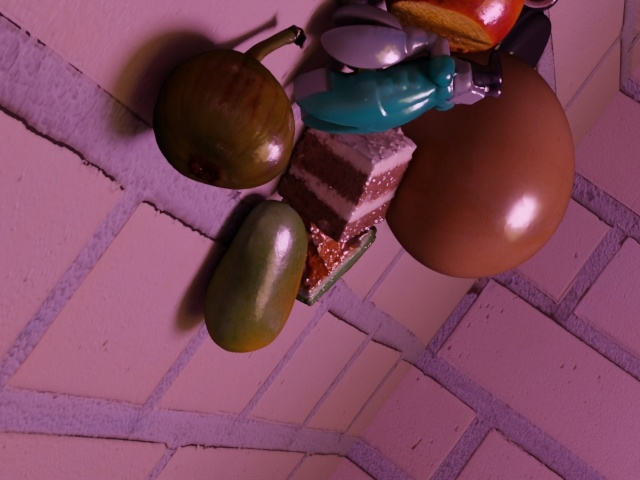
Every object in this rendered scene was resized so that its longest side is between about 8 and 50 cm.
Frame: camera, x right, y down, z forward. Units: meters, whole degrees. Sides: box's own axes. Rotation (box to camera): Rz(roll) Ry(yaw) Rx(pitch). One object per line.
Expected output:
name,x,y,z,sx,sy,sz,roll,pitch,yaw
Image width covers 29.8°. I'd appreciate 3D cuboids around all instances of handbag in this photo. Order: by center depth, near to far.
handbag,0.287,-0.280,2.093,0.308,0.093,0.254,-60,164,22

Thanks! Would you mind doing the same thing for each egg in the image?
egg,0.237,-0.123,1.838,0.301,0.301,0.374,84,14,-66

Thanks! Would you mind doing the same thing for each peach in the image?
peach,0.165,-0.319,1.528,0.190,0.190,0.192,-28,149,-55

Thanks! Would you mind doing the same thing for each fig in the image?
fig,-0.082,-0.173,1.286,0.151,0.151,0.259,102,6,-55

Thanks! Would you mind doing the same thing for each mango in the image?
mango,-0.091,0.048,1.713,0.156,0.114,0.251,-16,128,-49

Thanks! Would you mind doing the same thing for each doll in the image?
doll,0.093,-0.212,1.559,0.258,0.153,0.195,4,155,-20

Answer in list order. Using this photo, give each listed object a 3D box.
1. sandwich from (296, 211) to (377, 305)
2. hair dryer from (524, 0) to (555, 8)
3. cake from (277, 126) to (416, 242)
sandwich,-0.005,0.008,1.854,0.185,0.109,0.160,-53,166,-3
hair dryer,0.236,-0.336,1.775,0.255,0.070,0.128,-23,-177,15
cake,0.038,-0.100,1.703,0.134,0.135,0.147,-31,153,-47
